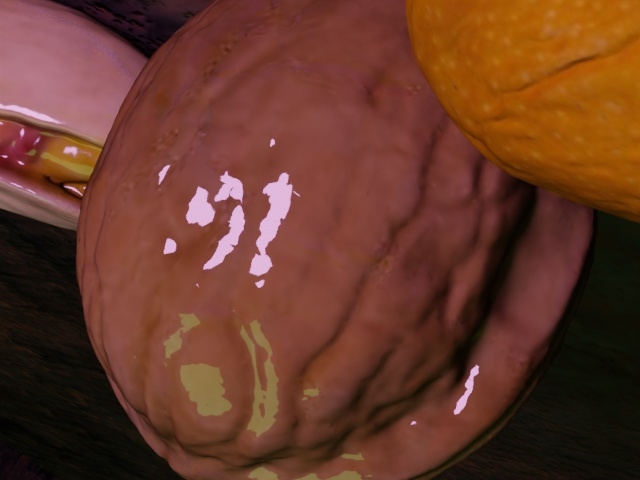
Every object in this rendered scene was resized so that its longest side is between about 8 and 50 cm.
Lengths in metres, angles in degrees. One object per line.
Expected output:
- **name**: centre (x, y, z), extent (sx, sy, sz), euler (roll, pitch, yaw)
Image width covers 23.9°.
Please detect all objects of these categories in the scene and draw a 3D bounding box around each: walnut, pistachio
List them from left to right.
- **pistachio**: centre (-0.151, -0.074, 0.829), extent (0.200, 0.117, 0.145), euler (18, -163, 11)
- **walnut**: centre (0.000, 0.000, 0.624), extent (0.228, 0.228, 0.228), euler (26, 160, 10)

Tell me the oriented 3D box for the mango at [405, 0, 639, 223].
- **mango**: centre (0.155, -0.072, 0.344), extent (0.187, 0.144, 0.359), euler (43, 152, -29)
